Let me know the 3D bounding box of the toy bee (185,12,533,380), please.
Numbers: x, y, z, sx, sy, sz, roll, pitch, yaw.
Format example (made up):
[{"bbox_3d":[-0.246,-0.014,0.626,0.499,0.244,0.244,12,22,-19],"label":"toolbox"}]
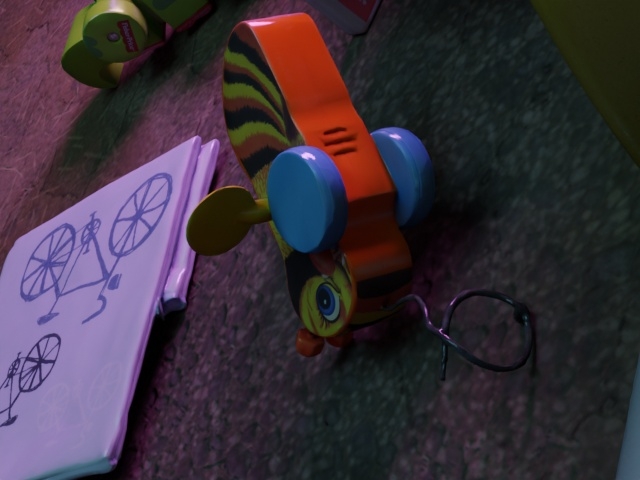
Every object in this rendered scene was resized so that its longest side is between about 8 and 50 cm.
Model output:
[{"bbox_3d":[0.000,0.000,0.996,0.162,0.195,0.298,121,147,-46],"label":"toy bee"}]

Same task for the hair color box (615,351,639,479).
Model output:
[{"bbox_3d":[0.229,0.121,0.618,0.185,0.113,0.374,-14,50,48],"label":"hair color box"}]

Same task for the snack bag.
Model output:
[{"bbox_3d":[-0.229,0.092,1.338,0.323,0.037,0.342,-24,43,42],"label":"snack bag"}]

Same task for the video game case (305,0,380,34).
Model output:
[{"bbox_3d":[-0.028,-0.331,1.208,0.025,0.285,0.204,3,64,54],"label":"video game case"}]

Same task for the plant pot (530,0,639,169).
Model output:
[{"bbox_3d":[0.207,-0.172,0.841,0.212,0.187,0.212,-44,33,20],"label":"plant pot"}]

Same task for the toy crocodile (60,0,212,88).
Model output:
[{"bbox_3d":[-0.145,-0.268,1.502,0.340,0.105,0.115,-33,38,25],"label":"toy crocodile"}]
